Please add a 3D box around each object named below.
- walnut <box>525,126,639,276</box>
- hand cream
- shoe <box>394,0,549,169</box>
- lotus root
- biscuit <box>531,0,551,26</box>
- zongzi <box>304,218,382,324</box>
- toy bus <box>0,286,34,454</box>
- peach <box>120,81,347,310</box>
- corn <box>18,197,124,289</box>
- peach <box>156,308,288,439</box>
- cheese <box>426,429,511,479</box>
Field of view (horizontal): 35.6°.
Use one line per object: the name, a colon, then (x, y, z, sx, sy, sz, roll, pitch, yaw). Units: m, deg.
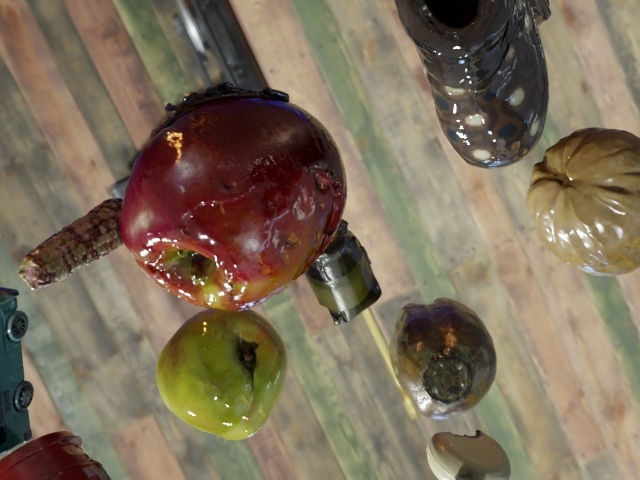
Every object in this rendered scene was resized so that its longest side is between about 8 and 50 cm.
walnut: (0.383, -0.050, 1.339, 0.213, 0.213, 0.213, 64, 177, 6)
hand cream: (-0.421, 0.408, 1.488, 0.149, 0.230, 0.230, 51, 173, 18)
shoe: (0.216, -0.278, 1.408, 0.237, 0.171, 0.384, -32, -64, -64)
lotus root: (0.275, 0.270, 2.248, 0.346, 0.250, 0.251, -85, -30, -80)
biscuit: (0.279, -0.547, 1.735, 0.407, 0.091, 0.408, 46, -149, -38)
zongzi: (0.000, 0.000, 2.320, 0.318, 0.154, 0.289, 55, 171, 39)
toy bus: (-0.528, 0.205, 1.509, 0.147, 0.128, 0.256, -35, -52, -63)
peach: (-0.134, -0.073, 1.729, 0.417, 0.353, 0.339, -63, -13, -45)
corn: (-0.436, 0.001, 1.818, 0.280, 0.092, 0.092, -38, -75, -51)
peach: (-0.238, 0.307, 2.364, 0.315, 0.281, 0.314, -12, 67, 50)
cheese: (0.283, 0.427, 1.792, 0.249, 0.163, 0.071, -113, 42, -66)
